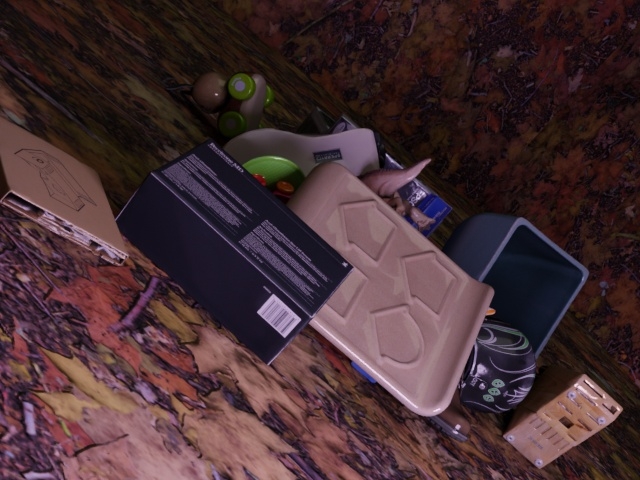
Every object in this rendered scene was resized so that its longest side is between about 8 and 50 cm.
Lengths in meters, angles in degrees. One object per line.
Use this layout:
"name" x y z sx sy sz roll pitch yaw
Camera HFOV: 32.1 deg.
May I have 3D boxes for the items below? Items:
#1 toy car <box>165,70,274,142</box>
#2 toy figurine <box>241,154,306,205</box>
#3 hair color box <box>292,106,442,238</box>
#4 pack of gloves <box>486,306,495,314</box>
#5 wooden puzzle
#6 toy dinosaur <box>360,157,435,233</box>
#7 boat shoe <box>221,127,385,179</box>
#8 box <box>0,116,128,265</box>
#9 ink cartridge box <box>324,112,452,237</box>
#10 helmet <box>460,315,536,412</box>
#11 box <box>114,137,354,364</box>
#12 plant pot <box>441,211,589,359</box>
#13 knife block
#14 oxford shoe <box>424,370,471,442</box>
"toy car" -0.208 -0.273 2.198 0.188 0.149 0.155 15 2 13
"toy figurine" -0.096 -0.044 1.727 0.173 0.130 0.159 15 31 -17
"hair color box" 0.108 -0.147 2.678 0.374 0.113 0.185 36 13 -23
"pack of gloves" 0.149 0.069 1.866 0.195 0.046 0.232 -2 20 -38
"wooden puzzle" 0.071 0.072 1.659 0.348 0.080 0.322 37 39 -3
"toy dinosaur" 0.092 -0.052 2.049 0.127 0.295 0.200 -10 44 -36
"boat shoe" -0.056 -0.132 2.059 0.341 0.158 0.127 -4 80 -31
"box" -0.311 -0.063 1.287 0.164 0.021 0.201 33 16 -36
"ink cartridge box" 0.121 -0.115 2.480 0.333 0.165 0.065 39 12 -7
"helmet" 0.279 0.207 1.853 0.162 0.169 0.169 16 23 -29
"box" -0.105 0.008 1.411 0.261 0.103 0.184 42 28 2
"plant pot" 0.377 0.081 2.442 0.248 0.247 0.252 35 -3 -30
"knife block" 0.422 0.266 1.928 0.088 0.275 0.242 41 42 -1
"oxford shoe" 0.179 0.213 1.677 0.083 0.096 0.227 36 15 -33
